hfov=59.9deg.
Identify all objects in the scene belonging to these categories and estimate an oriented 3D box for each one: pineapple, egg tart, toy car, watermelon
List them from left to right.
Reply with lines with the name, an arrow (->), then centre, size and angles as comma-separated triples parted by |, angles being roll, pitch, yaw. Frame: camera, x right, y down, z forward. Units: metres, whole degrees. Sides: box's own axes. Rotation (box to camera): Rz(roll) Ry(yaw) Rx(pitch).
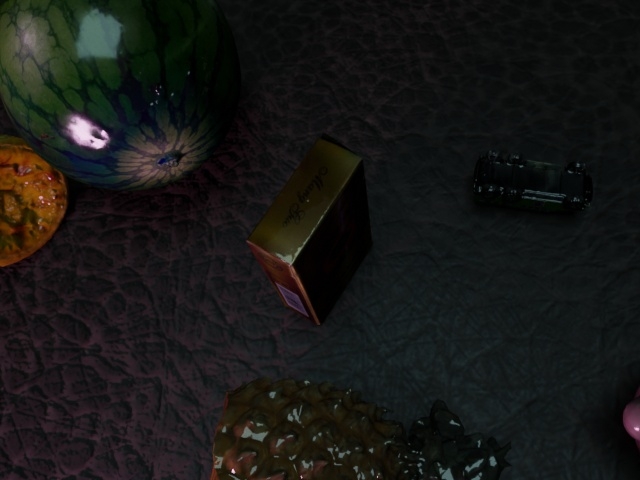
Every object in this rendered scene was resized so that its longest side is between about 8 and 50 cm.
egg tart -> -0.508, -0.073, 0.838 | 0.147, 0.203, 0.203 | 22, 70, 29
watermelon -> -0.281, -0.245, 0.799 | 0.362, 0.363, 0.364 | -2, 67, 5
pineapple -> 0.057, 0.271, 0.621 | 0.356, 0.223, 0.223 | 5, 67, -6
toy car -> 0.305, -0.079, 0.808 | 0.164, 0.062, 0.071 | 9, 69, 10

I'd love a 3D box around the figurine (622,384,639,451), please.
figurine -> 0.436, 0.211, 0.612 | 0.173, 0.173, 0.174 | -2, 67, 5

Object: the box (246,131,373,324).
box -> 0.000, 0.000, 0.711 | 0.071, 0.240, 0.159 | 30, 73, 20
